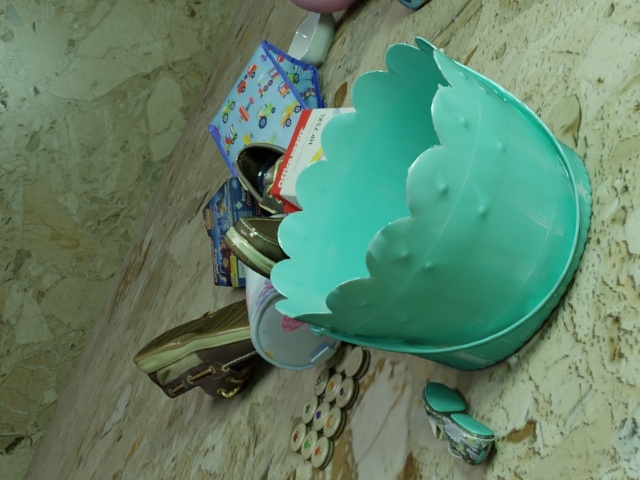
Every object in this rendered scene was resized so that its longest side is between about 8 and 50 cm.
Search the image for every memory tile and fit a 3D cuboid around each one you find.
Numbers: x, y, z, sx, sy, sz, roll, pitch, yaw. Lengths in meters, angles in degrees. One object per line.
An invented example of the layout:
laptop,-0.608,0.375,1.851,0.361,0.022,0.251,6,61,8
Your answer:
memory tile,0.009,0.192,0.980,0.148,0.012,0.113,-67,20,-7

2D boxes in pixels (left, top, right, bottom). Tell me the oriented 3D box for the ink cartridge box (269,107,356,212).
ink cartridge box,0.021,-0.102,1.100,0.231,0.078,0.134,7,72,48

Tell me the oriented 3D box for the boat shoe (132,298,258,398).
boat shoe,-0.148,0.179,1.267,0.342,0.123,0.123,-22,12,36

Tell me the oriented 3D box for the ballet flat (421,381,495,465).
ballet flat,0.114,0.161,0.714,0.041,0.041,0.114,-63,19,5

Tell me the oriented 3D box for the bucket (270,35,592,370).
bucket,0.098,-0.022,0.757,0.281,0.183,0.281,-52,24,34

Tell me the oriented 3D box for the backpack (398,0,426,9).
backpack,0.114,-0.453,1.247,0.158,0.173,0.117,-14,53,64

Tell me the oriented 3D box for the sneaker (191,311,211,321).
sneaker,-0.203,0.168,1.459,0.215,0.084,0.083,-4,61,56

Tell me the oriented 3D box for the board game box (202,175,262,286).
board game box,-0.164,-0.014,1.522,0.194,0.060,0.194,178,88,-67

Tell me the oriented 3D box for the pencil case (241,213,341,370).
pencil case,-0.043,0.062,1.081,0.113,0.124,0.273,-28,21,3

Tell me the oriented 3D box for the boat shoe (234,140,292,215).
boat shoe,-0.049,-0.085,1.295,0.117,0.096,0.324,-62,28,7

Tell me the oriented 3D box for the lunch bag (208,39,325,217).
lunch bag,-0.087,-0.202,1.558,0.221,0.138,0.293,-53,34,25

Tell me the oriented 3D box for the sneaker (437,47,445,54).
sneaker,0.108,-0.207,1.120,0.170,0.071,0.068,-38,33,51

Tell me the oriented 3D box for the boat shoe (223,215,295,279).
boat shoe,-0.005,-0.005,0.930,0.095,0.257,0.095,40,104,29

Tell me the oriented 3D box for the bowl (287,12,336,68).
bowl,-0.020,-0.404,1.710,0.142,0.053,0.142,-24,44,63

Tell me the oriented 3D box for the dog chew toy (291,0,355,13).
dog chew toy,0.050,-0.553,1.519,0.331,0.206,0.207,-11,56,56
